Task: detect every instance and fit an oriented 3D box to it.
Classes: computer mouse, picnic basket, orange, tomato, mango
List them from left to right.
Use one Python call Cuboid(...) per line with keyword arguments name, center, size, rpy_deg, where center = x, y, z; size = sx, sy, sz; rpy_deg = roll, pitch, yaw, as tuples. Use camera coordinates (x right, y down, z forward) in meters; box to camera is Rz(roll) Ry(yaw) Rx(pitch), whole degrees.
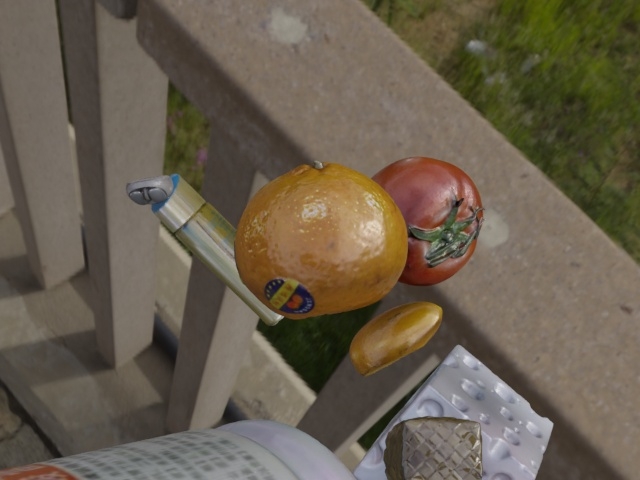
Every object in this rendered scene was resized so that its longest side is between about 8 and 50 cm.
Cuboid(name="computer mouse", center=(-0.248, -0.071, 1.375), size=(0.066, 0.096, 0.039), rpy_deg=(-9, 97, 1))
Cuboid(name="orange", center=(0.000, 0.003, 0.951), size=(0.177, 0.177, 0.155), rpy_deg=(-5, 71, -13))
Cuboid(name="mango", center=(0.156, 0.194, 1.952), size=(0.217, 0.141, 0.102), rpy_deg=(-31, 87, 2))
Cuboid(name="tomato", center=(0.193, -0.040, 1.843), size=(0.256, 0.256, 0.224), rpy_deg=(-35, 41, -23))
Cuboid(name="picnic basket", center=(0.161, 0.327, 1.402), size=(0.137, 0.178, 0.128), rpy_deg=(5, 64, -10))

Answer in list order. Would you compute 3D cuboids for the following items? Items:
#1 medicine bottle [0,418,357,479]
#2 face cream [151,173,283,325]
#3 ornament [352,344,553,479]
Cuboid(name="medicine bottle", center=(-0.129, 0.209, 0.451), size=(0.315, 0.202, 0.202), rpy_deg=(-2, 63, -47))
Cuboid(name="face cream", center=(-0.158, 0.011, 1.504), size=(0.067, 0.139, 0.285), rpy_deg=(-43, 97, 11))
Cuboid(name="ornament", center=(0.247, 0.381, 1.720), size=(0.239, 0.240, 0.239), rpy_deg=(41, 23, 10))
